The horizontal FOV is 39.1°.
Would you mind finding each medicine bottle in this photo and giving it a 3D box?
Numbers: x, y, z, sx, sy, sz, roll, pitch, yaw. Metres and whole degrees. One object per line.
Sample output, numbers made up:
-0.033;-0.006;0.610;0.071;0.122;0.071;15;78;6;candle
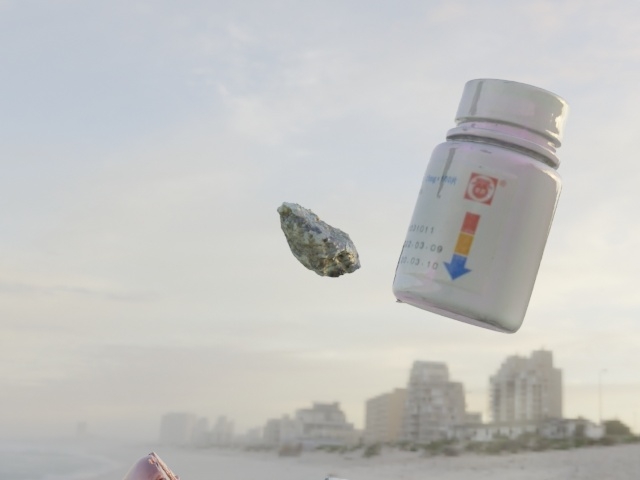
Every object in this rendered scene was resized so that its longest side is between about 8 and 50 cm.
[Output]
0.204;-0.043;1.116;0.170;0.293;0.170;17;-3;1;medicine bottle

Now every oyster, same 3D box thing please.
0.000;0.000;1.622;0.177;0.125;0.064;17;-46;-36;oyster

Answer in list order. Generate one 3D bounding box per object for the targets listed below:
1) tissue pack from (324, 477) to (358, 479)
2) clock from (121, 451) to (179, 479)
0.127;0.424;1.183;0.263;0.198;0.146;6;-11;-4;tissue pack
-0.297;0.424;1.418;0.093;0.162;0.166;53;-11;-20;clock
